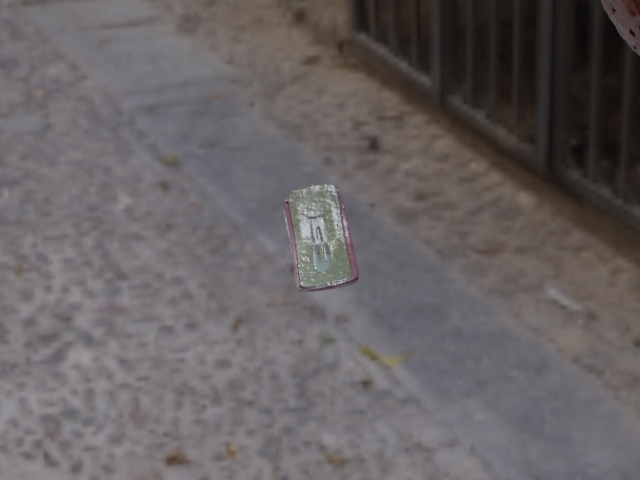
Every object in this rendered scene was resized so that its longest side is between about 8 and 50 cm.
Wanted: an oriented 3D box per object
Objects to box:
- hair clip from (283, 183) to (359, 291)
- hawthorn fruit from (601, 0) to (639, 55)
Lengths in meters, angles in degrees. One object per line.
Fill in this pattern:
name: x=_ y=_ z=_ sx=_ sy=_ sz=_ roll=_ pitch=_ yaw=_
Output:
hair clip: x=0.000 y=0.001 z=1.331 sx=0.054 sy=0.022 sz=0.137 roll=-11 pitch=40 yaw=-1
hawthorn fruit: x=0.316 y=-0.168 z=0.817 sx=0.369 sy=0.285 sz=0.285 roll=38 pitch=34 yaw=5
